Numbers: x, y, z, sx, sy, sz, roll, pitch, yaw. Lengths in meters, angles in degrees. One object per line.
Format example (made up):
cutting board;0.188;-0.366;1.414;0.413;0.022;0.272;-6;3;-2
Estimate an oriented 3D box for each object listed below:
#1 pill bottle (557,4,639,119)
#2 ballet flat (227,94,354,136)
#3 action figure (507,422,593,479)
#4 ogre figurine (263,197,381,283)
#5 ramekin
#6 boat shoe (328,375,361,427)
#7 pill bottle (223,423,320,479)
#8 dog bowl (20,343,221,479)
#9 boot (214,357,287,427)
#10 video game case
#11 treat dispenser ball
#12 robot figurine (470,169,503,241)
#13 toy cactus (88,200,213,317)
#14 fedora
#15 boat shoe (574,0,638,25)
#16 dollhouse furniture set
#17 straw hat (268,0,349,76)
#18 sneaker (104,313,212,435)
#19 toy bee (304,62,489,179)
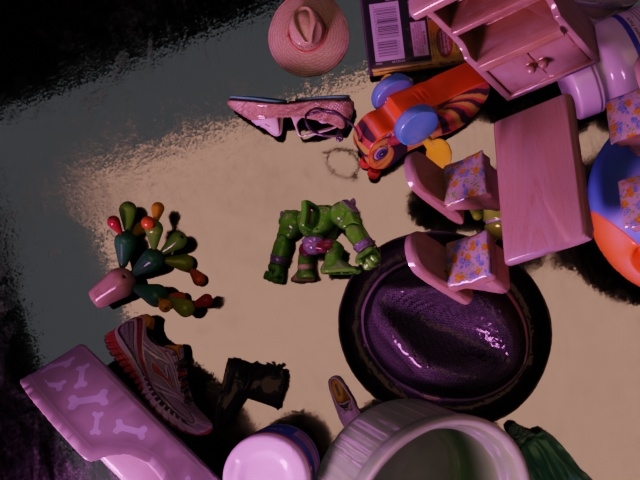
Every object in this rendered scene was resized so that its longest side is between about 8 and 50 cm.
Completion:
pill bottle;0.502;-0.284;1.543;0.272;0.152;0.152;-22;83;3
ballet flat;-0.049;-0.200;1.632;0.206;0.073;0.067;1;99;9
action figure;0.360;0.373;1.536;0.137;0.063;0.232;-36;86;3
ogre figurine;0.000;0.000;1.587;0.197;0.096;0.118;-15;74;48
ramekin;0.136;0.374;1.451;0.303;0.148;0.303;-6;102;-27
boat shoe;0.039;0.259;1.592;0.035;0.035;0.100;-23;82;3
pill bottle;-0.066;0.337;1.500;0.124;0.221;0.124;0;84;5
dog bowl;-0.276;0.291;1.477;0.349;0.349;0.102;44;78;8
boot;-0.109;0.246;1.605;0.099;0.045;0.121;12;85;3
video game case;0.186;-0.416;1.646;0.248;0.035;0.275;-7;83;5
treat dispenser ball;0.528;-0.059;1.449;0.288;0.288;0.288;-1;84;5
robot figurine;0.285;-0.053;1.583;0.101;0.067;0.115;-5;84;-3
toy cactus;-0.286;0.048;1.613;0.180;0.112;0.219;-34;88;4
fedora;0.188;0.131;1.532;0.334;0.152;0.334;-1;84;5
boat shoe;0.341;-0.433;1.571;0.320;0.103;0.118;28;78;-4
dollhouse furniture set;0.266;-0.171;1.353;0.362;0.256;0.394;-21;54;34
straw hat;-0.023;-0.343;1.645;0.144;0.061;0.145;0;84;5
sneaker;-0.242;0.212;1.598;0.092;0.088;0.225;-39;83;-2
toy bee;0.113;-0.180;1.590;0.298;0.162;0.195;-2;53;-7
